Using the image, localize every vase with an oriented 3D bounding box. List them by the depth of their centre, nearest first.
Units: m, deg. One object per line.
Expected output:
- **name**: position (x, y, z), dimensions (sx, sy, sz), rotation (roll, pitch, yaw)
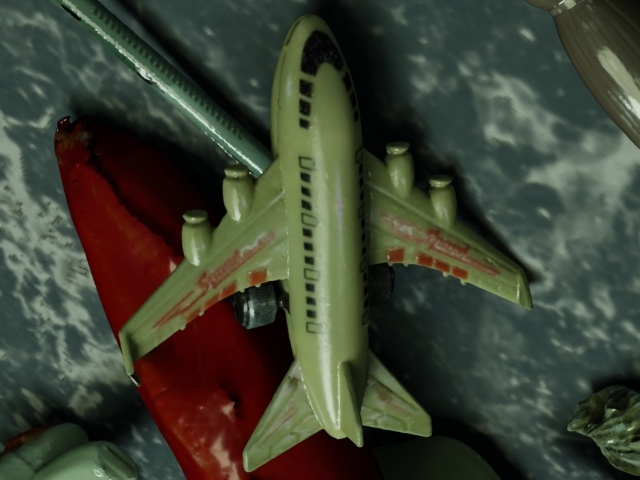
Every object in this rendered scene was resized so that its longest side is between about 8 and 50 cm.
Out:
- **vase**: position (0.141, -0.094, 0.906), dimensions (0.100, 0.053, 0.053), rotation (48, 137, -7)

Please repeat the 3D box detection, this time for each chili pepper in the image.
- **chili pepper**: position (-0.051, 0.091, 1.106), dimensions (0.110, 0.110, 0.387), rotation (-34, 84, 46)

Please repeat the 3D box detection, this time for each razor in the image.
- **razor**: position (-0.103, -0.108, 1.063), dimensions (0.211, 0.036, 0.084), rotation (45, 139, -10)

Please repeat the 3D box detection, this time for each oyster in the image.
- **oyster**: position (0.230, 0.121, 1.045), dimensions (0.177, 0.064, 0.125), rotation (23, 152, -2)

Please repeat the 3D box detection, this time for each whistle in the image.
- **whistle**: position (-0.195, 0.187, 1.341), dimensions (0.102, 0.105, 0.253), rotation (15, 152, -24)

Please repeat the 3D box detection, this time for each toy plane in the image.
- **toy plane**: position (0.000, 0.000, 1.025), dimensions (0.092, 0.229, 0.244), rotation (-153, 55, -71)

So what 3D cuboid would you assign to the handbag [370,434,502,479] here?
- **handbag**: position (0.072, 0.236, 1.238), dimensions (0.219, 0.079, 0.256), rotation (-16, 118, 49)
